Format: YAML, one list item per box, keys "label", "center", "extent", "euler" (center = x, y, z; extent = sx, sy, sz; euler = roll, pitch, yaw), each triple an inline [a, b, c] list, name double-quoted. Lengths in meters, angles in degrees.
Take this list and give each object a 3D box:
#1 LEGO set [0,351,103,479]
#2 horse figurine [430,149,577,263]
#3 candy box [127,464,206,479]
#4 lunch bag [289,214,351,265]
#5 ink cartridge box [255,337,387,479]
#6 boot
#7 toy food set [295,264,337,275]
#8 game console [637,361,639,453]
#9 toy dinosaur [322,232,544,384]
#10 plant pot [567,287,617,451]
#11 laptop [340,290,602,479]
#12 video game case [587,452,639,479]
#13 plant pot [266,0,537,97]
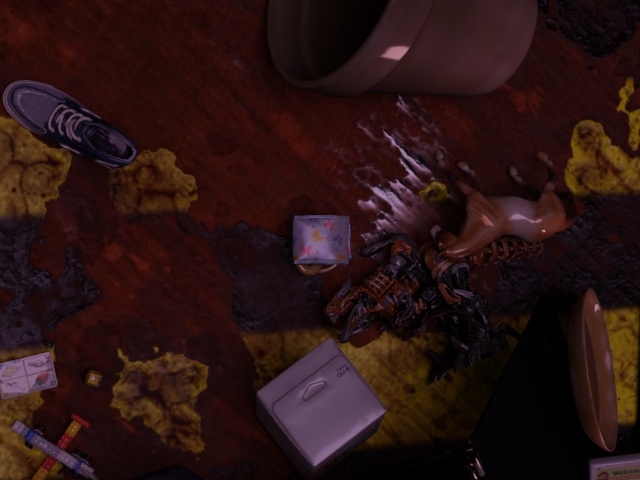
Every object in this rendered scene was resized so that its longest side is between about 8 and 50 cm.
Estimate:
- label: "LEGO set"
  center: [-0.396, 0.249, 1.794]
  extent: [0.244, 0.060, 0.182]
  euler: [-13, 99, -17]
- label: "horse figurine"
  center: [0.269, -0.050, 1.944]
  extent: [0.263, 0.066, 0.174]
  euler: [1, 51, -22]
- label: "candy box"
  center: [-0.290, 0.393, 1.718]
  extent: [0.317, 0.268, 0.122]
  euler: [-13, 91, -16]
- label: "lunch bag"
  center: [0.000, 0.000, 1.888]
  extent: [0.083, 0.053, 0.071]
  euler: [-1, 89, -7]
- label: "ink cartridge box"
  center: [-0.002, 0.233, 1.833]
  extent: [0.128, 0.176, 0.127]
  euler: [-37, 77, -12]
- label: "boot"
  center: [-0.326, -0.156, 1.789]
  extent: [0.190, 0.086, 0.069]
  euler: [27, 84, -16]
- label: "toy food set"
  center: [-0.002, 0.005, 1.926]
  extent: [0.083, 0.020, 0.082]
  euler: [-13, 95, -16]
- label: "game console"
  center: [0.629, 0.221, 2.044]
  extent: [0.250, 0.173, 0.293]
  euler: [2, 90, -17]
- label: "toy dinosaur"
  center: [0.172, 0.075, 1.922]
  extent: [0.322, 0.164, 0.218]
  euler: [-27, 82, 6]
- label: "plant pot"
  center: [0.391, 0.188, 1.966]
  extent: [0.032, 0.236, 0.236]
  euler: [-9, 95, 19]
- label: "laptop"
  center: [0.190, 0.333, 1.899]
  extent: [0.408, 0.236, 0.382]
  euler: [-19, 130, 9]
- label: "video game case"
  center: [0.506, 0.403, 2.037]
  extent: [0.212, 0.023, 0.193]
  euler: [-6, 110, -3]
- label: "plant pot"
  center: [0.129, -0.325, 1.834]
  extent: [0.280, 0.323, 0.323]
  euler: [14, 87, -33]
